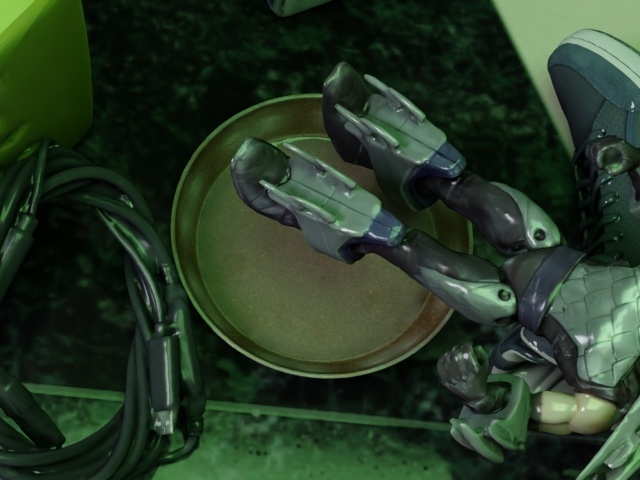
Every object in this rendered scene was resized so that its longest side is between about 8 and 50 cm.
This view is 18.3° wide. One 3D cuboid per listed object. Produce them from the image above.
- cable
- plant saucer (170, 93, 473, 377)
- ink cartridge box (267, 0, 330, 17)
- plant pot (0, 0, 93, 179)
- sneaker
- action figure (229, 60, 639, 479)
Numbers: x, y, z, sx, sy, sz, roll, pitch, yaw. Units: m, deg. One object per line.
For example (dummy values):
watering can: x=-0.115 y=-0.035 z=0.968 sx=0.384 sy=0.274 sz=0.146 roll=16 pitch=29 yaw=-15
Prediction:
cable: x=-0.135 y=0.039 z=1.028 sx=0.150 sy=0.047 sz=0.184 roll=-9 pitch=88 yaw=-35
plant saucer: x=0.000 y=0.000 z=1.105 sx=0.168 sy=0.029 sz=0.168 roll=3 pitch=68 yaw=-6
ink cartridge box: x=0.056 y=-0.334 z=1.225 sx=0.330 sy=0.071 sz=0.324 roll=-22 pitch=73 yaw=-14
plant pot: x=-0.265 y=-0.087 z=1.002 sx=0.227 sy=0.228 sz=0.207 roll=38 pitch=76 yaw=7
sneaker: x=0.146 y=-0.001 z=1.096 sx=0.163 sy=0.086 sz=0.226 roll=-25 pitch=72 yaw=-16
action figure: x=0.098 y=0.015 z=1.001 sx=0.285 sy=0.099 sz=0.185 roll=30 pitch=68 yaw=25
